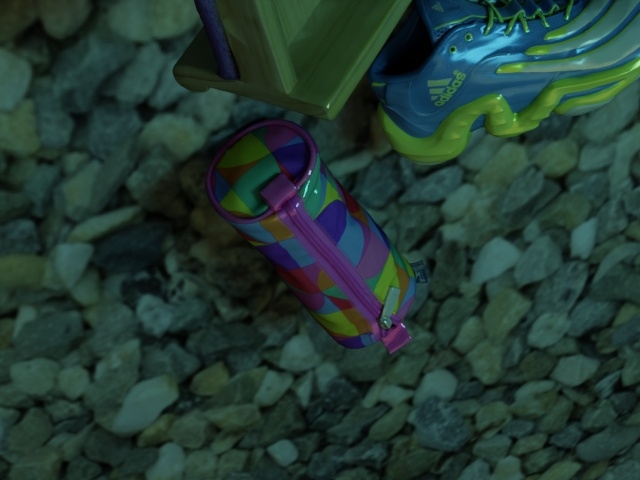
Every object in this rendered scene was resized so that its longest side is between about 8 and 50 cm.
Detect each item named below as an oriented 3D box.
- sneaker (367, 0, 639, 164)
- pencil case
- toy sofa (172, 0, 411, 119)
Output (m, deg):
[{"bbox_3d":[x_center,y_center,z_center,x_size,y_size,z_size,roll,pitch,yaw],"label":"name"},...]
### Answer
[{"bbox_3d":[0.143,-0.143,1.271,0.240,0.091,0.126,-29,140,12],"label":"sneaker"},{"bbox_3d":[0.000,0.000,1.374,0.104,0.104,0.236,-29,140,11],"label":"pencil case"},{"bbox_3d":[-0.067,-0.246,0.945,0.177,0.150,0.363,17,150,25],"label":"toy sofa"}]
